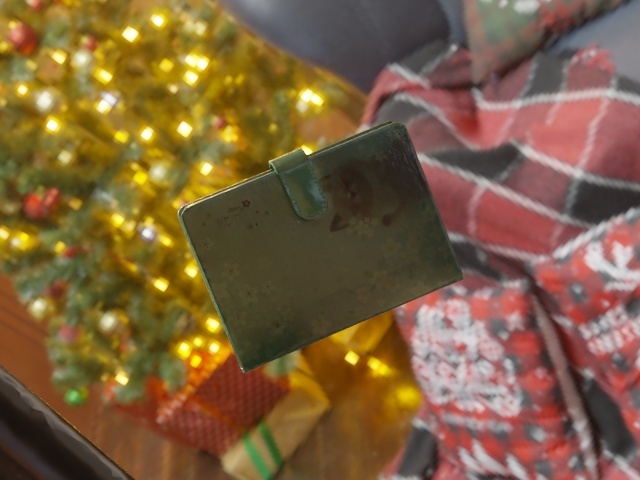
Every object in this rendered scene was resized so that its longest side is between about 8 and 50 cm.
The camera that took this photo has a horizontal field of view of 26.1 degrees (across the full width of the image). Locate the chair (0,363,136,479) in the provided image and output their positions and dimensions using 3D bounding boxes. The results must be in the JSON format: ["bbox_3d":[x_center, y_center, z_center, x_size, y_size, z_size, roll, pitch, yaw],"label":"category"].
[{"bbox_3d":[-0.124,0.045,0.452,0.226,0.401,0.226,-48,0,0],"label":"chair"}]

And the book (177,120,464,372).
[{"bbox_3d":[0.000,0.000,0.758,0.135,0.103,0.017,-22,6,-8],"label":"book"}]
